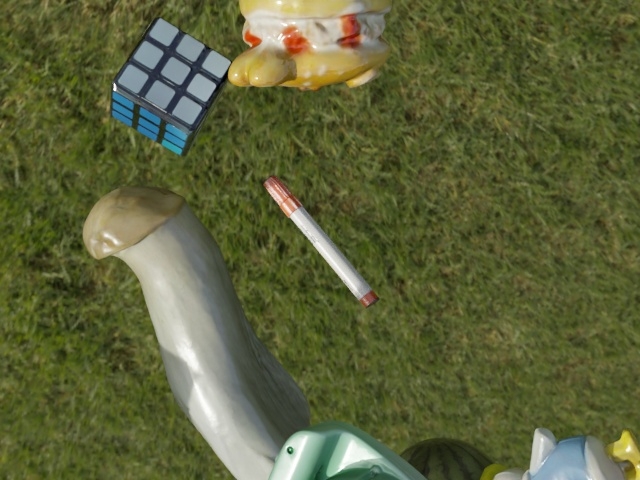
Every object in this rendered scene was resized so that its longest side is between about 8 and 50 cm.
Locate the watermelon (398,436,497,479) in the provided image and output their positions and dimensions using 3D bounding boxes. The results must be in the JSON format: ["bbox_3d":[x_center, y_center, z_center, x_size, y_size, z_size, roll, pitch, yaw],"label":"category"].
[{"bbox_3d":[0.245,0.553,1.426,0.279,0.279,0.359,-16,87,3],"label":"watermelon"}]

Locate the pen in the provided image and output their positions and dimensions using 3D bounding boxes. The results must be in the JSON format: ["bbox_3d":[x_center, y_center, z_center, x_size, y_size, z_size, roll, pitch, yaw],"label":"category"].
[{"bbox_3d":[0.000,0.000,1.100,0.028,0.028,0.239,-43,80,19],"label":"pen"}]

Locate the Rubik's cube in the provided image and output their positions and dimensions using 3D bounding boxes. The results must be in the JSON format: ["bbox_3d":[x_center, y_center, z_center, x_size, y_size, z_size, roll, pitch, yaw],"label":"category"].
[{"bbox_3d":[-0.267,-0.268,1.362,0.161,0.162,0.163,30,72,-10],"label":"Rubik's cube"}]

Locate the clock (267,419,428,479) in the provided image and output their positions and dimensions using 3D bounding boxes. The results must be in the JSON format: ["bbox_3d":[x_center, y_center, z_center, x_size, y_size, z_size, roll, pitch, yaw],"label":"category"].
[{"bbox_3d":[0.037,0.233,0.563,0.060,0.189,0.148,4,108,-59],"label":"clock"}]

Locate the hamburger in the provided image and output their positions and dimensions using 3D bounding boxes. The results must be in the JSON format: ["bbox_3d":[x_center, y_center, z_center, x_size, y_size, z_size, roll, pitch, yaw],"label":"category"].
[{"bbox_3d":[-0.019,-0.350,1.313,0.261,0.303,0.186,12,112,30],"label":"hamburger"}]

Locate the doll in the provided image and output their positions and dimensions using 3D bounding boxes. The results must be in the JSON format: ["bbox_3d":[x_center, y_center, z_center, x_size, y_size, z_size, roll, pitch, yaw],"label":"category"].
[{"bbox_3d":[0.282,0.303,0.934,0.241,0.098,0.135,-29,123,36],"label":"doll"}]

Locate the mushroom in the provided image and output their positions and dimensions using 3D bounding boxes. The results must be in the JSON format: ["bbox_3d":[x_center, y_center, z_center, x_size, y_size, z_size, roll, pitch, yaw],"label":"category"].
[{"bbox_3d":[-0.106,0.092,0.740,0.122,0.159,0.328,-36,110,-26],"label":"mushroom"}]
